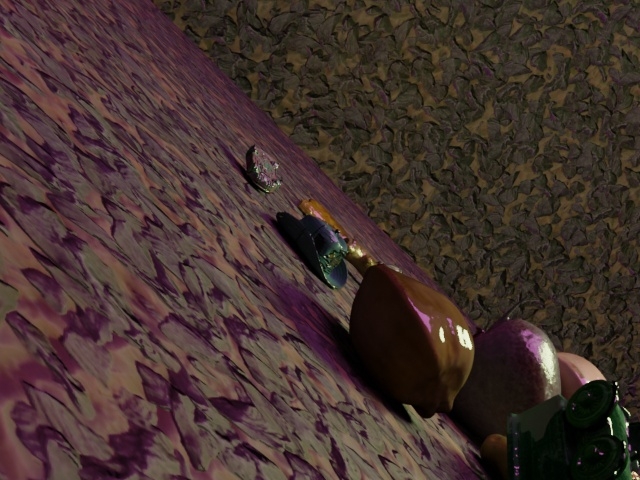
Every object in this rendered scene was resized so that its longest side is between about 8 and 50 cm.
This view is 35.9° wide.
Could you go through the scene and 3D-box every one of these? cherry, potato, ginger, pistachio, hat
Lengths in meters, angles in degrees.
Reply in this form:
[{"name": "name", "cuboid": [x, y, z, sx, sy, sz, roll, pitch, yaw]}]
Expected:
[{"name": "cherry", "cuboid": [0.319, 0.243, 1.742, 0.184, 0.213, 0.266, 11, 61, -45]}, {"name": "potato", "cuboid": [0.313, 0.366, 1.580, 0.138, 0.070, 0.091, 53, -9, 37]}, {"name": "ginger", "cuboid": [0.087, 0.049, 2.076, 0.288, 0.075, 0.089, 42, -18, 8]}, {"name": "pistachio", "cuboid": [0.117, 0.124, 1.429, 0.260, 0.163, 0.212, -128, -155, -54]}, {"name": "hat", "cuboid": [0.000, 0.000, 1.783, 0.191, 0.078, 0.138, 51, 6, 36]}]

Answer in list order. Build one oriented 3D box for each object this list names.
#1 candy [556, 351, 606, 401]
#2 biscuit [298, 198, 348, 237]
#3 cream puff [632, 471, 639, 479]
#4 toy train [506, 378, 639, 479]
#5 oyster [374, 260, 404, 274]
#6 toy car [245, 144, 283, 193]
[{"name": "candy", "cuboid": [0.434, 0.326, 1.818, 0.094, 0.255, 0.255, 6, 30, -33]}, {"name": "biscuit", "cuboid": [0.016, -0.042, 2.347, 0.144, 0.033, 0.224, 47, 7, 11]}, {"name": "cream puff", "cuboid": [0.505, 0.498, 1.744, 0.183, 0.183, 0.169, 47, -19, 8]}, {"name": "toy train", "cuboid": [0.380, 0.328, 1.415, 0.145, 0.202, 0.266, 44, 29, -19]}, {"name": "oyster", "cuboid": [0.194, 0.107, 2.488, 0.108, 0.053, 0.165, -2, 51, -45]}, {"name": "toy car", "cuboid": [-0.120, -0.140, 1.982, 0.069, 0.055, 0.142, 35, 21, -22]}]
